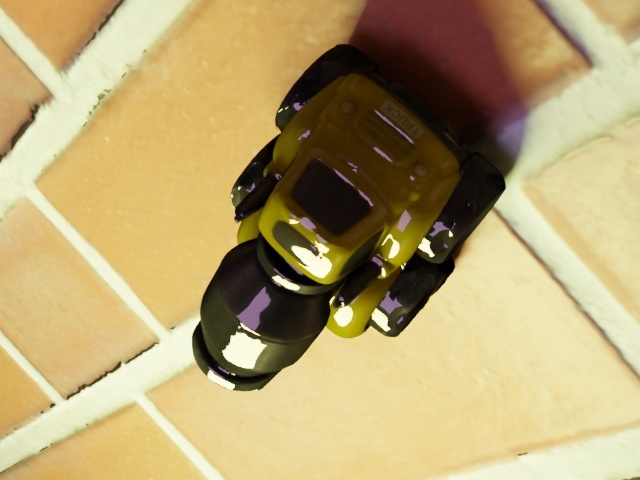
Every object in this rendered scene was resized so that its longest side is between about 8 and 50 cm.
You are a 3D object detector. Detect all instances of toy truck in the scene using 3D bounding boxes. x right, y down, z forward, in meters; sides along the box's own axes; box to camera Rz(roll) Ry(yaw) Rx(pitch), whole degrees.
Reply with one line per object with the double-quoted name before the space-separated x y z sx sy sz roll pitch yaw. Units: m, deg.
"toy truck" 0.000 0.000 0.966 0.147 0.165 0.224 42 150 6
